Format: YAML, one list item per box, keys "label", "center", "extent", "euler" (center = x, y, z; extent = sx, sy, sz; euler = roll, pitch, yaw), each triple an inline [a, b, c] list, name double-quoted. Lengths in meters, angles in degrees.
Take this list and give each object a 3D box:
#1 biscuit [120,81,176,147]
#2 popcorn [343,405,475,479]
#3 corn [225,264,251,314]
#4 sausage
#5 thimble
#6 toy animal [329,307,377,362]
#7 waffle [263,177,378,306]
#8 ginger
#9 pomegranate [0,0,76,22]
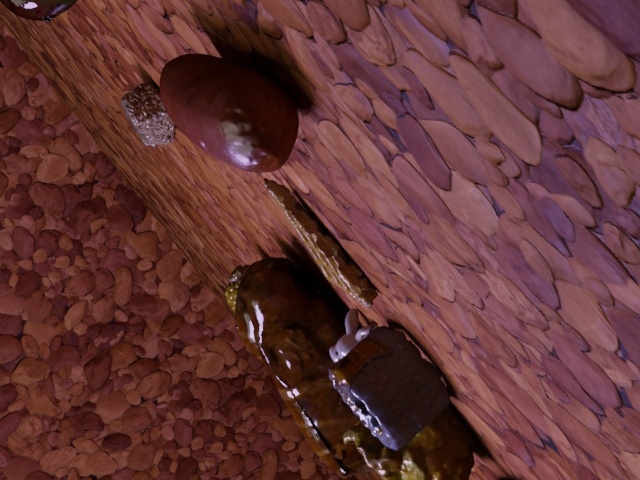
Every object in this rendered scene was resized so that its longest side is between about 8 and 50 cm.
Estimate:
- label: "biscuit"
  center: [-0.287, -0.207, 2.022]
  extent: [0.082, 0.070, 0.168]
  euler: [58, 173, 6]
- label: "popcorn"
  center: [0.139, 0.310, 1.811]
  extent: [0.197, 0.155, 0.197]
  euler: [38, 172, 6]
- label: "corn"
  center: [-0.048, 0.187, 2.277]
  extent: [0.363, 0.120, 0.120]
  euler: [49, 171, -18]
- label: "sausage"
  center: [-0.100, -0.143, 1.338]
  extent: [0.113, 0.113, 0.259]
  euler: [55, 170, -27]
- label: "thimble"
  center: [0.098, 0.205, 1.693]
  extent: [0.151, 0.118, 0.127]
  euler: [53, 169, -12]
- label: "toy animal"
  center: [0.057, 0.179, 1.852]
  extent: [0.071, 0.085, 0.124]
  euler: [38, 161, 49]
- label: "waffle"
  center: [0.000, 0.000, 1.621]
  extent: [0.191, 0.032, 0.125]
  euler: [55, 170, -33]
- label: "ginger"
  center: [-0.009, 0.202, 2.007]
  extent: [0.418, 0.176, 0.254]
  euler: [55, 177, -14]
- label: "pomegranate"
  center: [-0.432, -0.400, 1.788]
  extent: [0.159, 0.129, 0.129]
  euler: [49, 170, 6]
